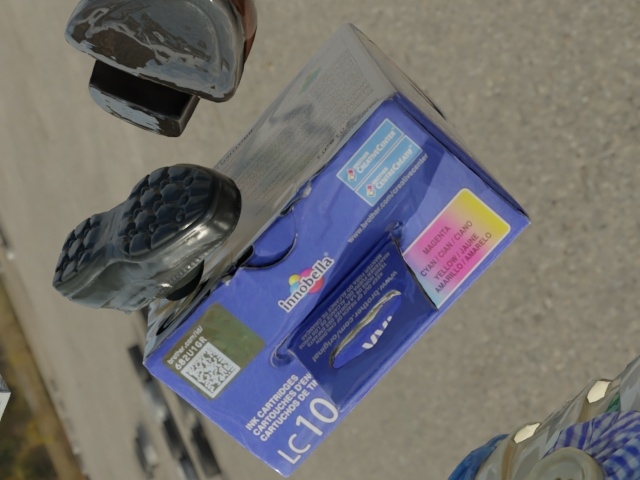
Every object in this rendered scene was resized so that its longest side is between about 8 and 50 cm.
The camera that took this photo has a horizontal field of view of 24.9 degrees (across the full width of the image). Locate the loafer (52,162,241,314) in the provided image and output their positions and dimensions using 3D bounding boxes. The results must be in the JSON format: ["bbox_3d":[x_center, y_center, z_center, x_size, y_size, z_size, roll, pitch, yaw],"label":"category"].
[{"bbox_3d":[-0.112,0.004,1.021,0.223,0.078,0.076,-25,47,53],"label":"loafer"}]

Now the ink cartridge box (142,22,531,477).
[{"bbox_3d":[0.000,0.000,1.136,0.151,0.270,0.395,41,-170,-13],"label":"ink cartridge box"}]

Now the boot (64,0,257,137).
[{"bbox_3d":[-0.041,-0.210,0.814,0.096,0.280,0.264,22,172,0],"label":"boot"}]

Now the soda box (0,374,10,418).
[{"bbox_3d":[-0.351,0.210,1.193,0.098,0.091,0.286,46,120,44],"label":"soda box"}]

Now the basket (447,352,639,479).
[{"bbox_3d":[0.110,0.156,0.377,0.255,0.201,0.289,-92,24,-53],"label":"basket"}]
